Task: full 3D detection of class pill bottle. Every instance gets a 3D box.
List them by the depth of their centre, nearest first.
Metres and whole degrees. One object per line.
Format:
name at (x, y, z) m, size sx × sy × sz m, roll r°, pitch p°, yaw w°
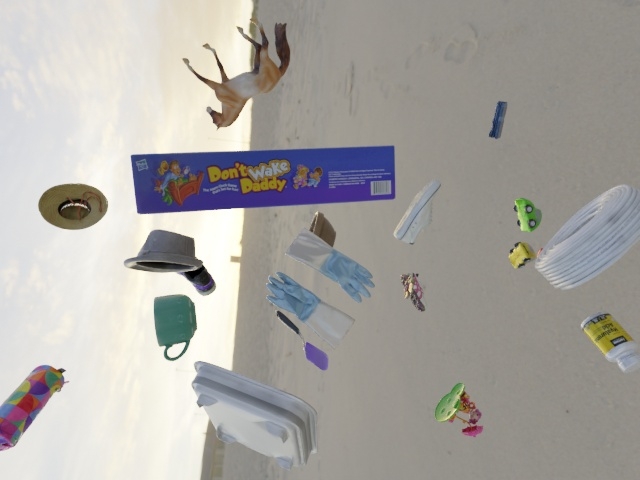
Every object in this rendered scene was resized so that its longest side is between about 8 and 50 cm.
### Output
pill bottle at (0.607, 0.210, 0.834) m, size 0.116 × 0.065 × 0.065 m, roll -110°, pitch 23°, yaw -44°

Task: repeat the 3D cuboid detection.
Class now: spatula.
spatula at (-0.069, 0.317, 1.324) m, size 0.296 × 0.030 × 0.084 m, roll 38°, pitch 138°, yaw 46°

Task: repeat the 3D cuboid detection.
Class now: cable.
cable at (0.580, -0.007, 0.858) m, size 0.257 × 0.089 × 0.257 m, roll -47°, pitch -14°, yaw 10°

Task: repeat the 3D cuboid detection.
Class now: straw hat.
straw hat at (-0.593, -0.068, 0.974) m, size 0.061 × 0.145 × 0.144 m, roll -48°, pitch 32°, yaw 48°

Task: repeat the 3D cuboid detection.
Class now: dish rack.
dish rack at (-0.149, 0.408, 0.898) m, size 0.332 × 0.286 × 0.072 m, roll 89°, pitch -159°, yaw -47°

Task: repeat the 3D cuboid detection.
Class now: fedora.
fedora at (-0.538, 0.035, 1.404) m, size 0.276 × 0.244 × 0.124 m, roll -11°, pitch 72°, yaw 40°

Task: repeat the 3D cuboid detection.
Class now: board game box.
board game box at (-0.087, -0.102, 0.645) m, size 0.233 × 0.348 × 0.077 m, roll -140°, pitch 47°, yaw -75°

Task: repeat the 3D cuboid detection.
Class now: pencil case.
pencil case at (-0.808, 0.452, 1.106) m, size 0.236 × 0.105 × 0.104 m, roll -75°, pitch -5°, yaw -60°

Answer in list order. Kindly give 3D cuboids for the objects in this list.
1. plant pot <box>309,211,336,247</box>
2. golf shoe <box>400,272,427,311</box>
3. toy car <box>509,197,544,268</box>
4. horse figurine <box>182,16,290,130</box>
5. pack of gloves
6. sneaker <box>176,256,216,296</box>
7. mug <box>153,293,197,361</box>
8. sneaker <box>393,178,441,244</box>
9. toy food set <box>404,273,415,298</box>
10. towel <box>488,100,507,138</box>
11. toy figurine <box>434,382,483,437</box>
plant pot at (0.000, 0.000, 1.775) m, size 0.237 × 0.110 × 0.237 m, roll -163°, pitch 90°, yaw -84°
golf shoe at (0.403, 0.205, 1.657) m, size 0.067 × 0.086 × 0.186 m, roll 89°, pitch 166°, yaw -50°
toy car at (0.597, -0.014, 1.122) m, size 0.239 × 0.053 × 0.224 m, roll -135°, pitch 30°, yaw -81°
horse figurine at (-0.169, -0.372, 0.894) m, size 0.174 × 0.264 × 0.066 m, roll 58°, pitch -170°, yaw -32°
pack of gloves at (-0.001, 0.112, 0.968) m, size 0.195 × 0.232 × 0.046 m, roll -54°, pitch -13°, yaw -8°
sneaker at (-0.536, 0.094, 1.629) m, size 0.102 × 0.293 × 0.146 m, roll -44°, pitch -33°, yaw -24°
mug at (-0.376, 0.218, 1.059) m, size 0.129 × 0.098 × 0.157 m, roll -131°, pitch 37°, yaw -61°
sneaker at (0.375, -0.103, 1.489) m, size 0.258 × 0.091 × 0.094 m, roll -58°, pitch 7°, yaw 15°
toy food set at (0.349, 0.188, 1.575) m, size 0.122 × 0.019 × 0.077 m, roll -67°, pitch 3°, yaw -57°
towel at (0.590, -0.399, 1.336) m, size 0.067 × 0.029 × 0.119 m, roll -22°, pitch -58°, yaw -51°
toy figurine at (0.546, 0.655, 1.519) m, size 0.173 × 0.159 × 0.130 m, roll -51°, pitch 3°, yaw -17°
